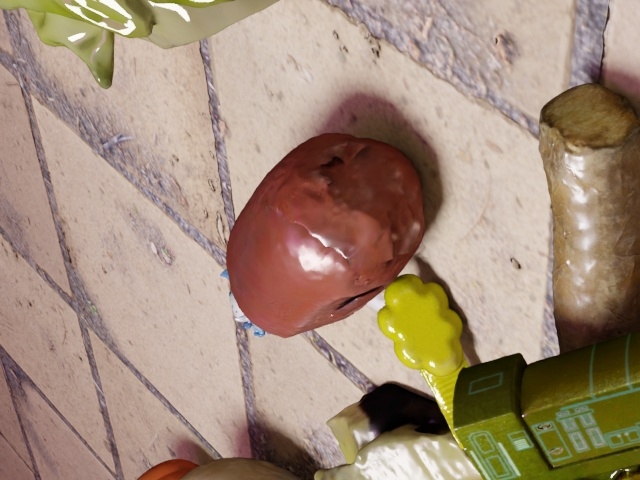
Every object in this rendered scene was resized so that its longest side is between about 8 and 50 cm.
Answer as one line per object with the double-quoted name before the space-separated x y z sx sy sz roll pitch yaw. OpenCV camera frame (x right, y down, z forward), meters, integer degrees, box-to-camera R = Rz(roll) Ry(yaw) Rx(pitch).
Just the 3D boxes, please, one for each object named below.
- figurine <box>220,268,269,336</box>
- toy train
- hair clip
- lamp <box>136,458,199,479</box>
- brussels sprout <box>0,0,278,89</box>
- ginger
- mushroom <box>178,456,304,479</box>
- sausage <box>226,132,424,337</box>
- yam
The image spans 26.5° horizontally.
"figurine" -0.072 0.052 1.514 0.114 0.079 0.114 50 159 27
"toy train" 0.214 0.131 0.970 0.225 0.090 0.137 -20 117 24
"hair clip" 0.109 0.112 1.269 0.173 0.072 0.046 64 -179 -9
"lamp" -0.202 0.420 2.065 0.187 0.164 0.187 51 179 1
"brussels sprout" -0.104 -0.323 0.849 0.425 0.342 0.361 -5 121 50
"ginger" 0.106 0.344 1.374 0.413 0.211 0.358 39 146 37
"mushroom" -0.093 0.464 1.754 0.362 0.295 0.362 43 153 29
"sausage" 0.000 0.000 1.251 0.152 0.152 0.280 56 154 5
"yam" 0.214 0.054 1.013 0.081 0.081 0.356 29 143 46
